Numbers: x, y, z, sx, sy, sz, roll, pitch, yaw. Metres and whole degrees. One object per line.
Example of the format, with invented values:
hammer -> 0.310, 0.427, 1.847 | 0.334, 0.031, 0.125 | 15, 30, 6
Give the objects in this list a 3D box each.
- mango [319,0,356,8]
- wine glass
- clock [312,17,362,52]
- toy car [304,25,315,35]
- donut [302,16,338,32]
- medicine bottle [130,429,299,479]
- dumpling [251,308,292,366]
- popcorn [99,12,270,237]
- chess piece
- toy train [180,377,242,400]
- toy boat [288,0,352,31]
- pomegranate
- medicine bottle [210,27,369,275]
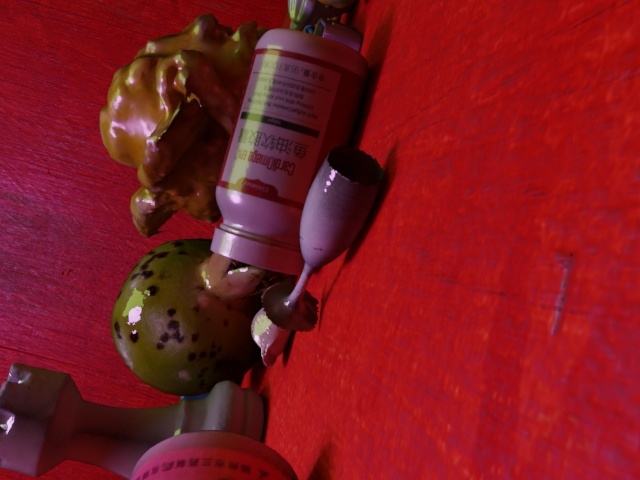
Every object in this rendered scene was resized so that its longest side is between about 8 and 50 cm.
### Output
mango -> 0.046, -0.393, 1.083 | 0.122, 0.085, 0.191 | 112, -179, -75
wine glass -> 0.000, 0.000, 0.753 | 0.066, 0.066, 0.198 | -84, 13, -46
clock -> 0.010, -0.237, 1.107 | 0.153, 0.050, 0.110 | -102, 29, -70
toy car -> -0.029, -0.263, 1.349 | 0.161, 0.098, 0.126 | 62, -170, -61
donut -> -0.004, -0.369, 1.399 | 0.152, 0.058, 0.152 | -165, 90, -83
medicine bottle -> -0.086, 0.263, 0.581 | 0.247, 0.147, 0.147 | -88, 17, -56
dumpling -> -0.050, 0.106, 0.954 | 0.052, 0.057, 0.076 | -35, 52, 14
popcorn -> -0.148, -0.159, 1.183 | 0.321, 0.325, 0.290 | -8, 77, 43
chess piece -> -0.232, 0.238, 0.981 | 0.194, 0.299, 0.195 | -165, 90, -80
toy train -> -0.169, 0.173, 1.336 | 0.154, 0.107, 0.198 | -134, 61, -71
toy boat -> 0.022, -0.440, 1.225 | 0.199, 0.100, 0.290 | 140, 146, -74
pomegranate -> -0.147, 0.079, 1.137 | 0.286, 0.231, 0.231 | -40, 21, 16
medicine bottle -> -0.037, -0.095, 0.908 | 0.131, 0.131, 0.250 | -158, 84, -81
